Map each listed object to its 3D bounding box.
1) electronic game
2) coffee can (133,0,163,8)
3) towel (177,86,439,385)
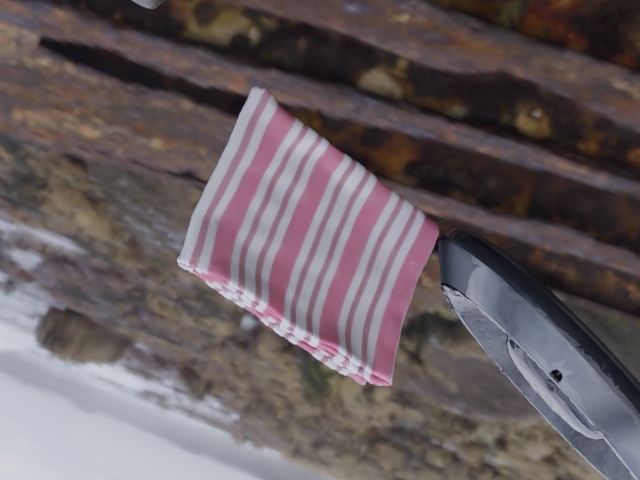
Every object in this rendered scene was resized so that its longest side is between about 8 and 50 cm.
[{"bbox_3d":[0.153,0.081,0.776,0.229,0.048,0.229,48,176,4],"label":"electronic game"},{"bbox_3d":[-0.102,-0.357,1.042,0.201,0.275,0.201,49,-168,-14],"label":"coffee can"},{"bbox_3d":[0.000,0.000,0.886,0.197,0.144,0.029,36,151,-32],"label":"towel"}]
